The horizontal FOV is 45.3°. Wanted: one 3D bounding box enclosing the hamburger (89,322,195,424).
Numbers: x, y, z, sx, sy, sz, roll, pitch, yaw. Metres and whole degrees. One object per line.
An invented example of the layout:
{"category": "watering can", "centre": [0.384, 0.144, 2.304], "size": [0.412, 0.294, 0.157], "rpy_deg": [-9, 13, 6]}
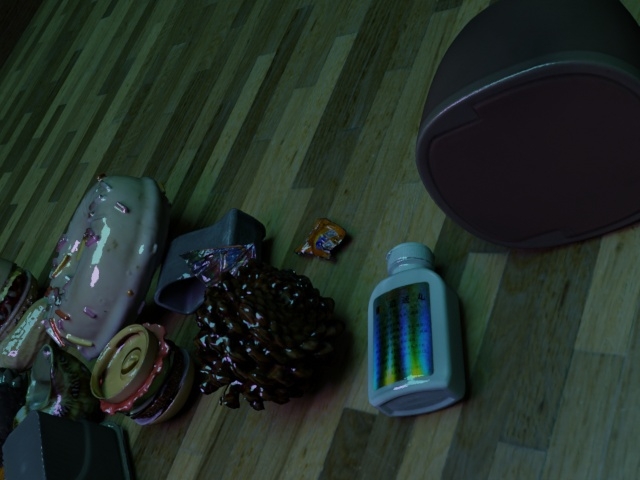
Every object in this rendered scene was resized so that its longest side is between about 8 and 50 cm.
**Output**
{"category": "hamburger", "centre": [-0.287, 0.230, 1.291], "size": [0.175, 0.137, 0.175], "rpy_deg": [-31, 39, 29]}

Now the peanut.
{"category": "peanut", "centre": [-0.616, 0.200, 1.673], "size": [0.214, 0.098, 0.090], "rpy_deg": [-57, -6, -14]}

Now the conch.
{"category": "conch", "centre": [-0.498, 0.309, 1.445], "size": [0.181, 0.124, 0.187], "rpy_deg": [-44, 48, 18]}

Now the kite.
{"category": "kite", "centre": [-0.150, 0.082, 1.261], "size": [0.232, 0.009, 0.189], "rpy_deg": [43, 114, 21]}

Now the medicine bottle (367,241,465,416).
{"category": "medicine bottle", "centre": [0.123, 0.111, 1.021], "size": [0.121, 0.083, 0.229], "rpy_deg": [-23, 48, 30]}

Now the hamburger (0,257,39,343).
{"category": "hamburger", "centre": [-0.776, 0.179, 1.774], "size": [0.300, 0.176, 0.300], "rpy_deg": [-42, 27, 28]}

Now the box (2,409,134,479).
{"category": "box", "centre": [-0.408, 0.395, 1.248], "size": [0.138, 0.178, 0.274], "rpy_deg": [-45, 39, 7]}

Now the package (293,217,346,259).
{"category": "package", "centre": [-0.001, -0.001, 1.273], "size": [0.110, 0.033, 0.077], "rpy_deg": [22, 87, 55]}

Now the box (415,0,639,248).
{"category": "box", "centre": [0.273, -0.159, 0.945], "size": [0.300, 0.301, 0.216], "rpy_deg": [-22, 39, 32]}

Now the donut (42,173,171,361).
{"category": "donut", "centre": [-0.429, 0.040, 1.505], "size": [0.382, 0.142, 0.383], "rpy_deg": [-42, 36, 41]}

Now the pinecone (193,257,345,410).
{"category": "pinecone", "centre": [-0.089, 0.143, 1.112], "size": [0.221, 0.221, 0.222], "rpy_deg": [-26, 45, 29]}

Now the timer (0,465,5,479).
{"category": "timer", "centre": [-0.542, 0.476, 1.384], "size": [0.152, 0.132, 0.132], "rpy_deg": [-47, 33, 40]}

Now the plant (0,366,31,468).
{"category": "plant", "centre": [-0.654, 0.356, 1.562], "size": [0.132, 0.129, 0.195], "rpy_deg": [-40, 42, 14]}

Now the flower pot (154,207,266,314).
{"category": "flower pot", "centre": [-0.199, 0.042, 1.380], "size": [0.229, 0.103, 0.108], "rpy_deg": [-24, 45, 32]}
